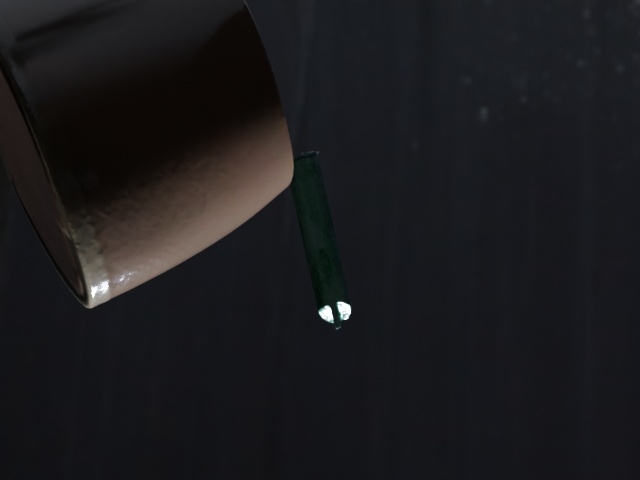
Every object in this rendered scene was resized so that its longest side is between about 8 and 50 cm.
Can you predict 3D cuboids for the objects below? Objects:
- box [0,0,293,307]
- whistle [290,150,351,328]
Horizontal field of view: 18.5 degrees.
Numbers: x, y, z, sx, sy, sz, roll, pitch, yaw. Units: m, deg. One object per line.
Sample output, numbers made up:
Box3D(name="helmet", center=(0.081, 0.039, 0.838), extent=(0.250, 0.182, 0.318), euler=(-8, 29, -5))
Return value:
Box3D(name="box", center=(-0.165, -0.115, 1.689), extent=(0.216, 0.301, 0.301), euler=(-22, 166, -14))
Box3D(name="whistle", center=(0.000, 0.000, 2.068), extent=(0.039, 0.186, 0.039), euler=(-12, -171, 2))
